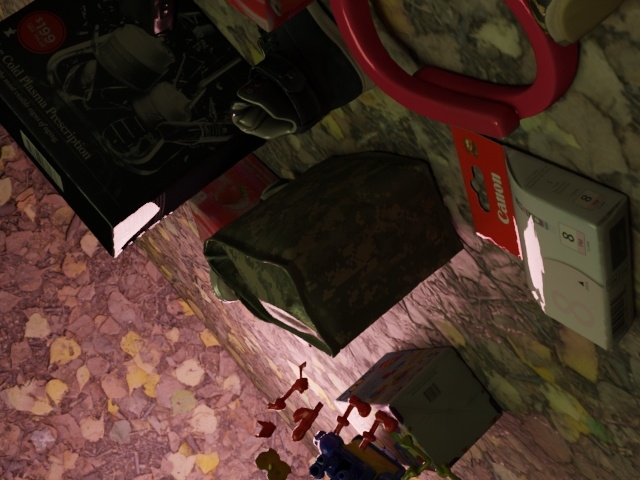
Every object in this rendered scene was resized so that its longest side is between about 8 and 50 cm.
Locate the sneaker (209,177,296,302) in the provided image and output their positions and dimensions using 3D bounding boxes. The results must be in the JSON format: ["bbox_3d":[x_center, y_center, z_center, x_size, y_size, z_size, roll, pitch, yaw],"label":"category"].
[{"bbox_3d":[-0.059,0.001,1.379,0.153,0.235,0.094,4,135,48],"label":"sneaker"}]

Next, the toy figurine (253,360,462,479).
[{"bbox_3d":[0.096,0.360,1.456,0.362,0.191,0.217,30,-176,29],"label":"toy figurine"}]

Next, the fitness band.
[{"bbox_3d":[0.115,-0.208,0.857,0.291,0.054,0.209,27,147,48],"label":"fitness band"}]

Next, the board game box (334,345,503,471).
[{"bbox_3d":[0.156,0.281,1.522,0.142,0.144,0.275,52,162,-4],"label":"board game box"}]

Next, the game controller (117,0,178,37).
[{"bbox_3d":[-0.199,-0.341,0.942,0.167,0.067,0.319,64,163,10],"label":"game controller"}]

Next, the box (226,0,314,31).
[{"bbox_3d":[-0.099,-0.353,0.952,0.257,0.122,0.128,41,159,26],"label":"box"}]

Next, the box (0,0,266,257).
[{"bbox_3d":[-0.296,-0.214,1.368,0.343,0.312,0.179,48,161,5],"label":"box"}]

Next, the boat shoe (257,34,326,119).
[{"bbox_3d":[-0.044,-0.214,1.211,0.142,0.040,0.049,54,161,-12],"label":"boat shoe"}]

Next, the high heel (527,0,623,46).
[{"bbox_3d":[0.159,-0.265,0.636,0.261,0.093,0.186,76,168,-68],"label":"high heel"}]

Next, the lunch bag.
[{"bbox_3d":[0.000,0.000,1.208,0.287,0.235,0.169,21,143,56],"label":"lunch bag"}]

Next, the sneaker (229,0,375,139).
[{"bbox_3d":[-0.066,-0.223,1.063,0.226,0.163,0.086,48,163,13],"label":"sneaker"}]

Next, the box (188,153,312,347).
[{"bbox_3d":[-0.072,0.016,1.546,0.300,0.142,0.154,43,160,23],"label":"box"}]

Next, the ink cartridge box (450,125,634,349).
[{"bbox_3d":[0.224,-0.007,0.972,0.232,0.066,0.189,28,151,40],"label":"ink cartridge box"}]
